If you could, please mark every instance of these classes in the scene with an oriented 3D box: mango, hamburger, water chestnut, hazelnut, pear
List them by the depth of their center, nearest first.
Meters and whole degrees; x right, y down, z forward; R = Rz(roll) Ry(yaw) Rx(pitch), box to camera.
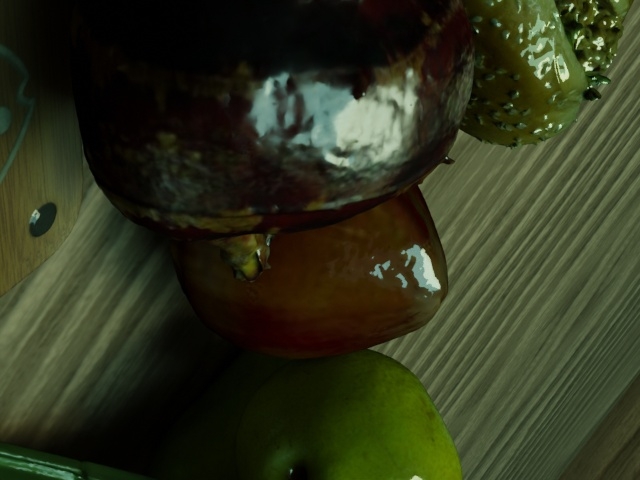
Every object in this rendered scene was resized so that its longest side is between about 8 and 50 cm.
[{"bbox_3d":[-0.032,-0.085,0.575,0.224,0.224,0.238,-31,130,-34],"label":"water chestnut"},{"bbox_3d":[0.099,-0.166,0.701,0.215,0.189,0.122,47,73,-22],"label":"hamburger"},{"bbox_3d":[0.000,0.000,0.736,0.208,0.208,0.208,-36,148,-27],"label":"hazelnut"},{"bbox_3d":[0.031,0.174,0.811,0.166,0.180,0.216,-46,158,12],"label":"pear"},{"bbox_3d":[-0.048,0.193,0.951,0.273,0.149,0.185,-49,149,-13],"label":"mango"}]

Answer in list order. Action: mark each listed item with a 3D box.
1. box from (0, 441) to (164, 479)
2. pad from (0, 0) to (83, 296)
[{"bbox_3d":[-0.170,0.312,0.753,0.329,0.178,0.252,20,106,-29],"label":"box"},{"bbox_3d":[-0.216,-0.033,0.507,0.284,0.018,0.286,-47,158,-42],"label":"pad"}]
